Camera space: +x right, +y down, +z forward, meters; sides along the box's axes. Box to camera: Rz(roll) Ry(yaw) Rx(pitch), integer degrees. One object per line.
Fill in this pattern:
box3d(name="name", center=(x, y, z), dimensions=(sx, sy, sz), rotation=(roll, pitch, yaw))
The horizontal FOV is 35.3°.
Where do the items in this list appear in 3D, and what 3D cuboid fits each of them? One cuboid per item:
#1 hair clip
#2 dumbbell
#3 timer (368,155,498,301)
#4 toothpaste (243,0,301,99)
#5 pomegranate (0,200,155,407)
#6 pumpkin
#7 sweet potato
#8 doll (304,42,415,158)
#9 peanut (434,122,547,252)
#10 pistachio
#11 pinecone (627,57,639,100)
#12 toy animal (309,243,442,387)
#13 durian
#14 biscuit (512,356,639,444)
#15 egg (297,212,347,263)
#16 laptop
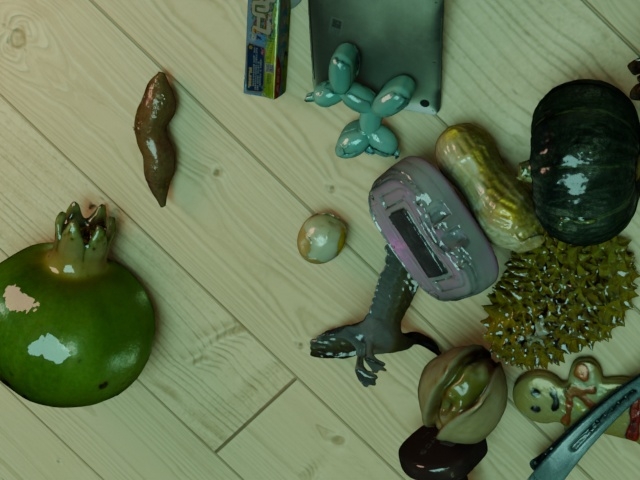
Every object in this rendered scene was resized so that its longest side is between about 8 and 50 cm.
box3d(name="hair clip", center=(0.390, 0.265, 1.442), dimensions=(0.048, 0.083, 0.275), rotation=(38, 116, 6))
box3d(name="dumbbell", center=(0.209, 0.401, 1.562), dimensions=(0.124, 0.140, 0.225), rotation=(2, 116, 42))
box3d(name="timer", center=(0.149, -0.011, 1.382), dimensions=(0.208, 0.069, 0.191), rotation=(57, 162, 1))
box3d(name="toothpaste", center=(-0.064, -0.296, 1.412), dimensions=(0.070, 0.044, 0.193), rotation=(13, 117, 17))
box3d(name="pomegranate", center=(-0.432, 0.118, 1.651), dimensions=(0.310, 0.216, 0.358), rotation=(25, 119, 14))
box3d(name="pumpkin", center=(0.322, -0.093, 1.250), dimensions=(0.152, 0.211, 0.211), rotation=(5, 115, 29))
box3d(name="sweet potato", center=(-0.255, -0.154, 1.550), dimensions=(0.065, 0.051, 0.218), rotation=(12, 116, 15))
box3d(name="doll", center=(0.059, -0.178, 1.389), dimensions=(0.159, 0.059, 0.158), rotation=(32, 137, -9))
box3d(name="peanut", center=(0.224, -0.069, 1.343), dimensions=(0.087, 0.087, 0.206), rotation=(-47, 64, 31))
box3d(name="pistachio", center=(0.208, 0.220, 1.457), dimensions=(0.144, 0.144, 0.215), rotation=(26, 161, 10))
box3d(name="pinecone", center=(0.475, -0.189, 1.155), dimensions=(0.221, 0.221, 0.221), rotation=(9, 116, 19))
box3d(name="toy animal", center=(0.090, 0.152, 1.506), dimensions=(0.197, 0.160, 0.272), rotation=(39, 128, 0))
box3d(name="durian", center=(0.327, 0.082, 1.378), dimensions=(0.183, 0.138, 0.249), rotation=(32, 115, 16))
box3d(name="biscuit", center=(0.399, 0.242, 1.476), dimensions=(0.234, 0.030, 0.153), rotation=(8, 114, 18))
box3d(name="egg", center=(0.000, 0.000, 1.505), dimensions=(0.071, 0.071, 0.083), rotation=(33, 124, 6))
box3d(name="laptop", center=(0.071, -0.288, 1.332), dimensions=(0.188, 0.015, 0.269), rotation=(12, 135, 16))
